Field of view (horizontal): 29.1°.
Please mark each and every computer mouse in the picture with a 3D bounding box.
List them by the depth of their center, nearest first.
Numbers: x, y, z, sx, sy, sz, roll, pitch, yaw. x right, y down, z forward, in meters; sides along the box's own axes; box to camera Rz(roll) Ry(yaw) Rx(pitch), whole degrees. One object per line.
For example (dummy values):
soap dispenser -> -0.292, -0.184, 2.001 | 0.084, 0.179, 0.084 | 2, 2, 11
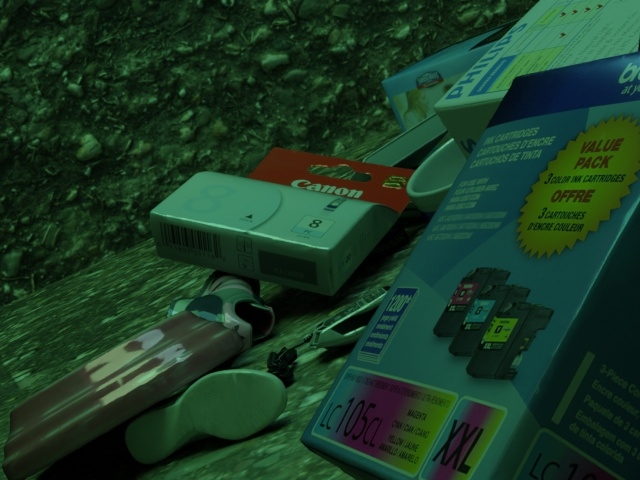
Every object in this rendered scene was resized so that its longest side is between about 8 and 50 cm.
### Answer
computer mouse -> 0.021, 0.120, 1.538 | 0.193, 0.042, 0.106 | -30, 5, 0

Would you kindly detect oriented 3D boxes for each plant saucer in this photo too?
plant saucer -> -0.255, 0.183, 1.533 | 0.332, 0.084, 0.332 | -30, -2, -1

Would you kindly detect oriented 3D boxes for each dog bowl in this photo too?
dog bowl -> 0.264, -0.103, 1.814 | 0.265, 0.104, 0.265 | -32, 15, 9

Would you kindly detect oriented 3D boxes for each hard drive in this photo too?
hard drive -> 0.115, -0.122, 2.279 | 0.203, 0.040, 0.307 | -34, -7, -24

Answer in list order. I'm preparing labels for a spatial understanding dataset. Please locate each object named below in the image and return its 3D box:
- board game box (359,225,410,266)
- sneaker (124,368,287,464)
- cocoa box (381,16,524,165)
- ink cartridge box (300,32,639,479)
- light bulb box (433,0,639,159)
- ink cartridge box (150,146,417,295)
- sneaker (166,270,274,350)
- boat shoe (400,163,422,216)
board game box -> 0.044, 0.026, 2.019 | 0.186, 0.026, 0.126 | -26, 10, -10
sneaker -> -0.121, 0.191, 1.413 | 0.212, 0.080, 0.094 | -21, -2, 26
cocoa box -> 0.334, -0.273, 2.315 | 0.228, 0.231, 0.347 | -32, 12, -37
ink cartridge box -> 0.183, 0.021, 0.831 | 0.395, 0.151, 0.270 | -57, 18, -12
light bulb box -> 0.400, -0.192, 1.463 | 0.358, 0.225, 0.361 | -45, 22, -26
ink cartridge box -> -0.036, -0.072, 1.947 | 0.308, 0.091, 0.385 | 11, 36, 25
sneaker -> -0.119, 0.112, 1.815 | 0.131, 0.112, 0.319 | 3, 15, 14
boat shoe -> 0.306, -0.170, 2.073 | 0.500, 0.156, 0.187 | -21, 12, 28
